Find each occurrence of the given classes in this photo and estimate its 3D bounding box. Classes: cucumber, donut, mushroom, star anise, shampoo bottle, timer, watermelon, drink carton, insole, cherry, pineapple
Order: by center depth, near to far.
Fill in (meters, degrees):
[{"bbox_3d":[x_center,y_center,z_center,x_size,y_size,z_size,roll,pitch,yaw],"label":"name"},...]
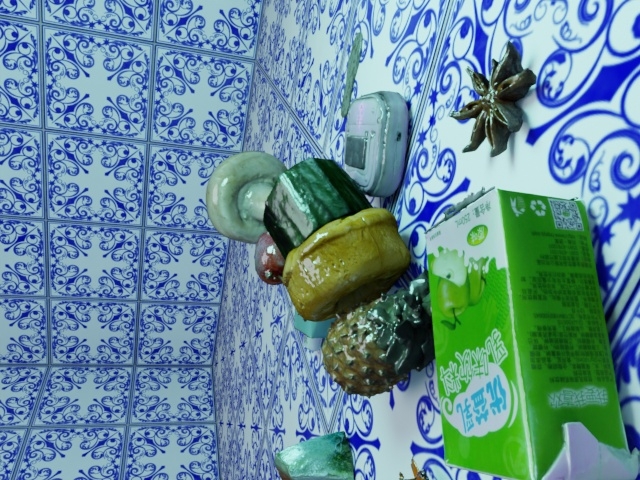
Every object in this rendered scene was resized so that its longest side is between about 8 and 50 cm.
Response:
[{"bbox_3d":[0.195,0.091,0.526,0.161,0.108,0.271,133,137,-68],"label":"drink carton"},{"bbox_3d":[0.213,-0.165,0.642,0.141,0.042,0.141,-174,90,-70],"label":"star anise"},{"bbox_3d":[0.116,0.117,0.759,0.310,0.141,0.170,-51,13,51],"label":"pineapple"},{"bbox_3d":[0.042,0.045,0.875,0.114,0.226,0.227,62,151,20],"label":"donut"},{"bbox_3d":[-0.007,-0.040,0.931,0.130,0.191,0.191,57,145,27],"label":"cucumber"},{"bbox_3d":[0.096,-0.180,0.991,0.208,0.069,0.191,-151,64,-70],"label":"timer"},{"bbox_3d":[-0.078,0.072,1.054,0.107,0.090,0.226,-57,44,43],"label":"cherry"},{"bbox_3d":[-0.017,0.514,1.111,0.095,0.153,0.241,-105,12,-47],"label":"watermelon"},{"bbox_3d":[0.072,-0.383,1.227,0.065,0.006,0.194,-124,41,-63],"label":"insole"},{"bbox_3d":[-0.016,0.224,1.295,0.072,0.043,0.099,-118,36,-62],"label":"shampoo bottle"},{"bbox_3d":[-0.187,-0.124,1.583,0.290,0.297,0.298,15,101,51],"label":"mushroom"}]

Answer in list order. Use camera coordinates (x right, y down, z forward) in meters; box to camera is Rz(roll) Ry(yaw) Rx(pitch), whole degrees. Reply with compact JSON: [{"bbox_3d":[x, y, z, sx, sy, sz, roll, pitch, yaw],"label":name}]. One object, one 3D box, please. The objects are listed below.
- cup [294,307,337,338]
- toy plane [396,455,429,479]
[{"bbox_3d":[0.009,0.082,1.107,0.134,0.148,0.236,24,112,44],"label":"cup"},{"bbox_3d":[0.142,0.403,0.725,0.135,0.062,0.189,-166,67,-73],"label":"toy plane"}]
